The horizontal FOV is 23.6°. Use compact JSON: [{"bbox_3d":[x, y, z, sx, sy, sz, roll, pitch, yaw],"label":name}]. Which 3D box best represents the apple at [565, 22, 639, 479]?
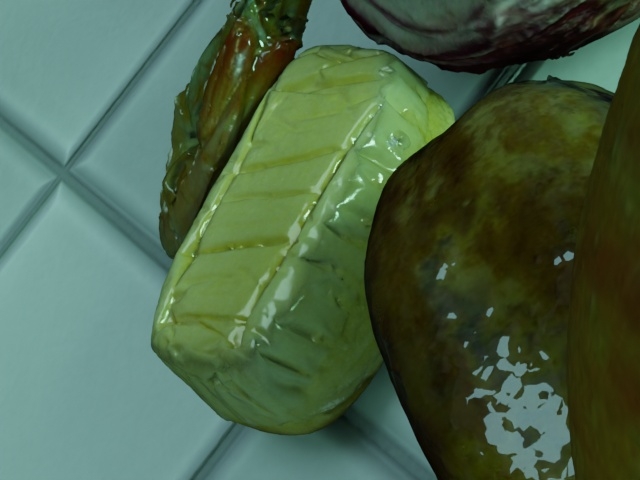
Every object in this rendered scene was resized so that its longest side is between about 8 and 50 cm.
[{"bbox_3d":[0.247,0.021,0.380,0.333,0.400,0.400,30,82,41],"label":"apple"}]

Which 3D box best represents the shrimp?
[{"bbox_3d":[-0.061,-0.088,1.011,0.267,0.061,0.145,-54,16,44],"label":"shrimp"}]

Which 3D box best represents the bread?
[{"bbox_3d":[0.000,0.000,0.910,0.140,0.106,0.236,3,61,50],"label":"bread"}]

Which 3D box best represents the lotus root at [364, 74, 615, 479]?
[{"bbox_3d":[0.129,0.051,0.670,0.193,0.193,0.291,-37,38,19],"label":"lotus root"}]

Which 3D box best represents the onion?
[{"bbox_3d":[0.127,-0.198,0.919,0.280,0.146,0.314,-19,38,-26],"label":"onion"}]
